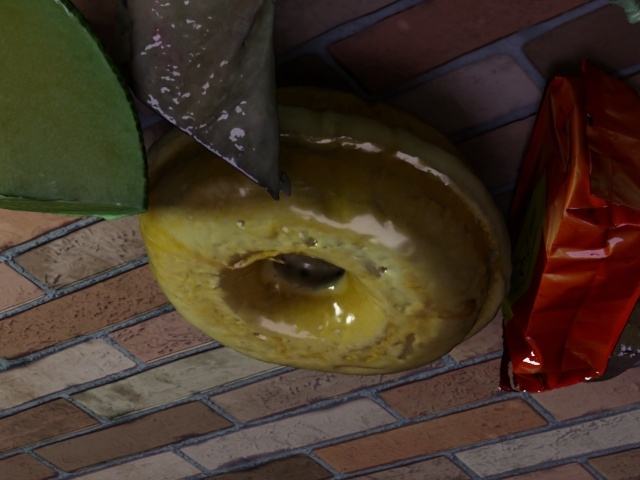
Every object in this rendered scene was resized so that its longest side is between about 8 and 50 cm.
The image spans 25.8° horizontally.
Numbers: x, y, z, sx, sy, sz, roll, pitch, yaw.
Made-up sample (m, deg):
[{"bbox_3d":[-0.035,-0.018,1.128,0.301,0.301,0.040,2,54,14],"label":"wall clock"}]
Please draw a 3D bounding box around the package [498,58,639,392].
[{"bbox_3d":[0.280,0.004,1.556,0.123,0.196,0.423,4,143,-2],"label":"package"}]

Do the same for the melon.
[{"bbox_3d":[-0.341,-0.126,1.404,0.331,0.226,0.343,47,164,-19],"label":"melon"}]

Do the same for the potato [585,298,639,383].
[{"bbox_3d":[0.357,0.133,1.797,0.100,0.089,0.172,33,139,-25],"label":"potato"}]

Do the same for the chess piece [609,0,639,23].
[{"bbox_3d":[0.320,-0.221,1.381,0.093,0.042,0.042,36,136,-25],"label":"chess piece"}]

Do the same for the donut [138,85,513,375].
[{"bbox_3d":[0.000,0.000,1.597,0.449,0.198,0.449,10,141,8],"label":"donut"}]

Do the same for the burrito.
[{"bbox_3d":[-0.118,-0.209,1.344,0.175,0.107,0.348,2,112,7],"label":"burrito"}]
